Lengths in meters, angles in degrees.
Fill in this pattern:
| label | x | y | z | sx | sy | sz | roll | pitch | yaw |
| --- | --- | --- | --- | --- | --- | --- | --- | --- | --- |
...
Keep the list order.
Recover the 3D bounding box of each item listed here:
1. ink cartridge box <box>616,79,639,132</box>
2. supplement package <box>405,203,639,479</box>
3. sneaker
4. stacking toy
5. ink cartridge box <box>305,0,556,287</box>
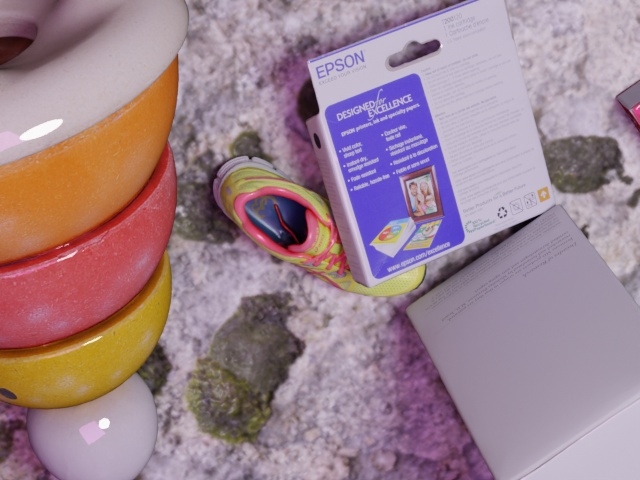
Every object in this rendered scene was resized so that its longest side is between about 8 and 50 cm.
| label | x | y | z | sx | sy | sz | roll | pitch | yaw |
| --- | --- | --- | --- | --- | --- | --- | --- | --- | --- |
| ink cartridge box | 0.355 | -0.095 | 1.574 | 0.109 | 0.063 | 0.150 | -35 | 105 | 5 |
| supplement package | 0.219 | 0.137 | 1.489 | 0.175 | 0.293 | 0.177 | -34 | 119 | 5 |
| sneaker | 0.000 | 0.000 | 1.556 | 0.208 | 0.094 | 0.081 | 23 | 100 | -11 |
| stacking toy | -0.230 | 0.024 | 1.472 | 0.350 | 0.350 | 0.480 | -15 | 121 | 0 |
| ink cartridge box | 0.093 | -0.092 | 1.528 | 0.206 | 0.045 | 0.208 | -22 | 107 | -23 |
